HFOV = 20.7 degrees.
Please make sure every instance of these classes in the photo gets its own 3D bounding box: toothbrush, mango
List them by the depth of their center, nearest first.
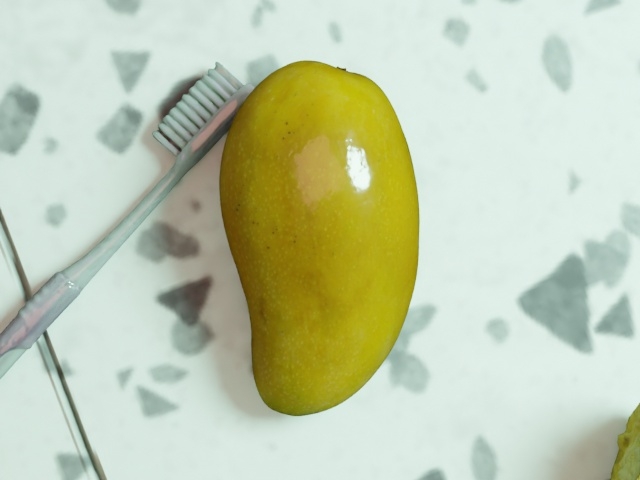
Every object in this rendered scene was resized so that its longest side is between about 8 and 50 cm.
[{"bbox_3d":[0.000,0.000,0.898,0.102,0.085,0.184,-1,93,2],"label":"mango"},{"bbox_3d":[-0.160,0.044,0.927,0.029,0.024,0.354,42,88,7],"label":"toothbrush"}]

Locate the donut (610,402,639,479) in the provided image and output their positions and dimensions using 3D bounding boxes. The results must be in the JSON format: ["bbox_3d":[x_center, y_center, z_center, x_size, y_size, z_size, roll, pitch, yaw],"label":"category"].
[{"bbox_3d":[0.196,0.210,0.878,0.152,0.101,0.259,20,87,1],"label":"donut"}]
